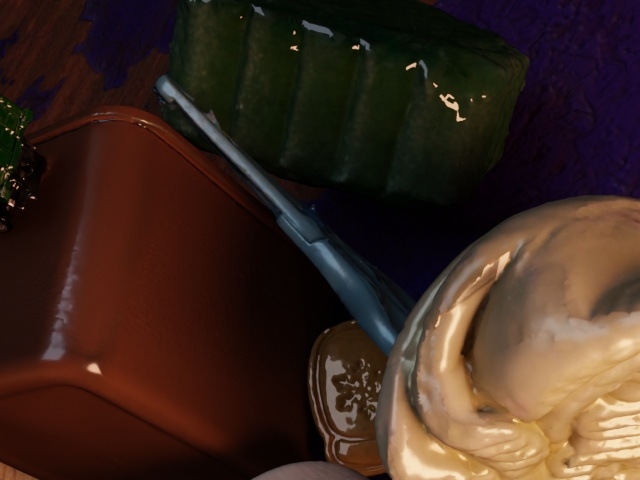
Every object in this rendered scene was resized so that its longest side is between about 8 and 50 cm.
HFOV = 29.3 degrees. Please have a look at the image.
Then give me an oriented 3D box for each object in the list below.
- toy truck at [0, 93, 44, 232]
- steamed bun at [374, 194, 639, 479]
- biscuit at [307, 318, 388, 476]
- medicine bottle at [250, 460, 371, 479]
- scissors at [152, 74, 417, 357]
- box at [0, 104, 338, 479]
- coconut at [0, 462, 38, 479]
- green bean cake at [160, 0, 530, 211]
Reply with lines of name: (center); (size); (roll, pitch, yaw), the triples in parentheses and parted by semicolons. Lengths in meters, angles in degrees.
toy truck: (-0.336, -0.051, 0.972); (0.259, 0.121, 0.088); (-11, 58, 35)
steamed bun: (0.179, 0.067, 0.830); (0.268, 0.280, 0.207); (-32, 46, 19)
biscuit: (0.048, 0.130, 1.054); (0.118, 0.023, 0.140); (-18, 64, -2)
medicine bottle: (0.060, 0.295, 0.772); (0.211, 0.211, 0.371); (-54, 29, -7)
scissors: (0.000, 0.000, 1.006); (0.032, 0.180, 0.393); (-46, 79, 7)
box: (-0.163, 0.086, 1.070); (0.239, 0.339, 0.229); (-15, 53, 32)
coconut: (-0.401, 0.169, 1.196); (0.360, 0.346, 0.346); (-50, 40, 12)
green bean cake: (0.035, -0.154, 1.165); (0.308, 0.300, 0.169); (18, 113, 11)
